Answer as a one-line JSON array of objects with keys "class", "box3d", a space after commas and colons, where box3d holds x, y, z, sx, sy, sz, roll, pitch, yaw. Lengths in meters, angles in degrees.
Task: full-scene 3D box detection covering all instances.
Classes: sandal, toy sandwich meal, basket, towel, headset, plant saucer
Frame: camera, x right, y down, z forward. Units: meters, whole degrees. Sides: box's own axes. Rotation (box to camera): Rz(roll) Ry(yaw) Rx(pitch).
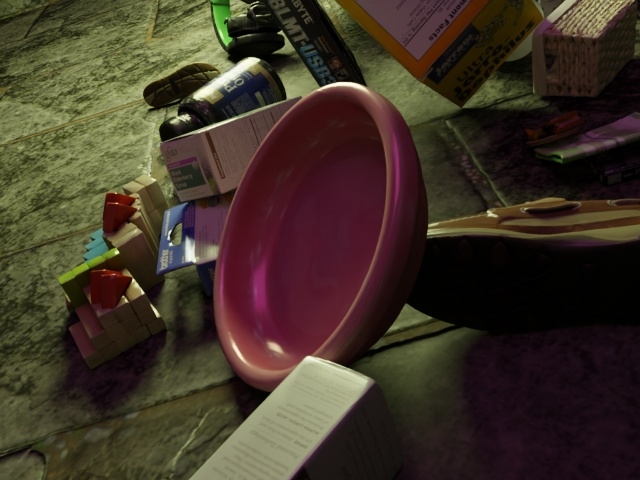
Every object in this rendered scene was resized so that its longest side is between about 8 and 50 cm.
[{"class": "sandal", "box3d": [-0.300, -0.341, 1.557, 0.180, 0.072, 0.049, -17, 12, 9]}, {"class": "toy sandwich meal", "box3d": [0.323, -0.155, 0.987, 0.086, 0.029, 0.085, -20, 6, 2]}, {"class": "basket", "box3d": [0.416, -0.305, 1.115, 0.103, 0.113, 0.167, 20, 48, 38]}, {"class": "towel", "box3d": [0.370, -0.136, 0.935, 0.152, 0.023, 0.113, -18, 10, 1]}, {"class": "headset", "box3d": [-0.162, -0.512, 1.549, 0.185, 0.243, 0.394, -11, 28, -33]}, {"class": "plant saucer", "box3d": [0.000, 0.000, 0.762, 0.332, 0.084, 0.332, -30, 51, 46]}]

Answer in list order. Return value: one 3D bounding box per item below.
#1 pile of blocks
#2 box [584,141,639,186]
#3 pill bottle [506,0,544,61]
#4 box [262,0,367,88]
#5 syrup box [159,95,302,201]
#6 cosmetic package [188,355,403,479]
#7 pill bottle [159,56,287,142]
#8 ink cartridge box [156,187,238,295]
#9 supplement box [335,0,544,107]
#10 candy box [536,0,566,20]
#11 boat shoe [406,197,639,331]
[{"class": "pile of blocks", "box3d": [-0.296, 0.012, 0.993, 0.149, 0.112, 0.362, -16, 33, 3]}, {"class": "box", "box3d": [0.392, -0.103, 0.916, 0.083, 0.018, 0.067, -16, 33, 3]}, {"class": "pill bottle", "box3d": [0.293, -0.419, 1.300, 0.152, 0.152, 0.272, -20, 34, -3]}, {"class": "box", "box3d": [-0.020, -0.379, 1.260, 0.073, 0.295, 0.293, -32, 30, 11]}, {"class": "syrup box", "box3d": [-0.117, -0.142, 1.080, 0.093, 0.096, 0.237, -8, 17, 41]}, {"class": "cosmetic package", "box3d": [-0.037, 0.215, 0.573, 0.086, 0.117, 0.231, 13, 45, 40]}, {"class": "pill bottle", "box3d": [-0.173, -0.223, 1.261, 0.123, 0.122, 0.219, 18, 49, 42]}, {"class": "ink cartridge box", "box3d": [-0.065, -0.024, 0.981, 0.311, 0.065, 0.185, -15, 32, 0]}, {"class": "supplement box", "box3d": [0.143, -0.412, 1.129, 0.194, 0.195, 0.356, -48, 67, 19]}, {"class": "candy box", "box3d": [0.453, -0.485, 1.392, 0.165, 0.070, 0.196, -21, 33, -5]}, {"class": "boat shoe", "box3d": [0.234, 0.016, 0.745, 0.324, 0.122, 0.120, 0, 32, 13]}]
